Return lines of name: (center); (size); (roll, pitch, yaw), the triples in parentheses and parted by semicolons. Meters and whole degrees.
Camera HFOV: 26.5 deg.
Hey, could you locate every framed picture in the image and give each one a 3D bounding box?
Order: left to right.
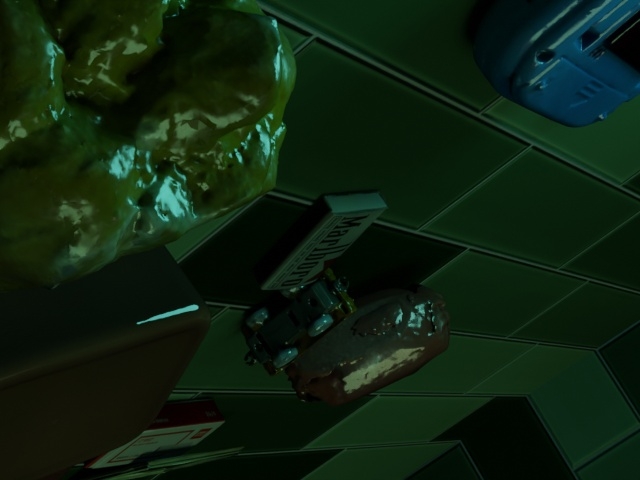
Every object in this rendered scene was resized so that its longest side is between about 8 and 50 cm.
framed picture: (-0.275, 0.383, 2.293); (0.197, 0.014, 0.252); (-19, 168, 33)

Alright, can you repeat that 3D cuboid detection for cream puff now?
cream puff: (-0.201, -0.119, 1.006); (0.378, 0.276, 0.378); (-17, -173, 2)

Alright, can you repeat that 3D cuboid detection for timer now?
timer: (0.345, -0.263, 1.573); (0.309, 0.115, 0.340); (-41, 157, 20)

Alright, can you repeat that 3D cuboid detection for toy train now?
toy train: (-0.026, 0.114, 1.994); (0.219, 0.089, 0.127); (-41, 167, 27)

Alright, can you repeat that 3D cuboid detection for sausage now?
sausage: (0.074, 0.164, 2.151); (0.279, 0.152, 0.152); (-24, 159, -10)

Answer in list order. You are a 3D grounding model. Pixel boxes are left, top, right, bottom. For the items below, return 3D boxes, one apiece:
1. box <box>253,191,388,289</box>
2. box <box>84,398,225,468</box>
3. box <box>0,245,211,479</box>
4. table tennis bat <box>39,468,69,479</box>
box: (0.000, 0.000, 1.829); (0.115, 0.036, 0.177); (-9, 150, -46)
box: (-0.267, 0.306, 2.162); (0.123, 0.050, 0.229); (-40, 158, 24)
box: (-0.304, 0.085, 1.275); (0.339, 0.229, 0.239); (-17, 148, -46)
table tennis bat: (-0.453, 0.347, 2.013); (0.414, 0.051, 0.268); (-31, 160, 6)
